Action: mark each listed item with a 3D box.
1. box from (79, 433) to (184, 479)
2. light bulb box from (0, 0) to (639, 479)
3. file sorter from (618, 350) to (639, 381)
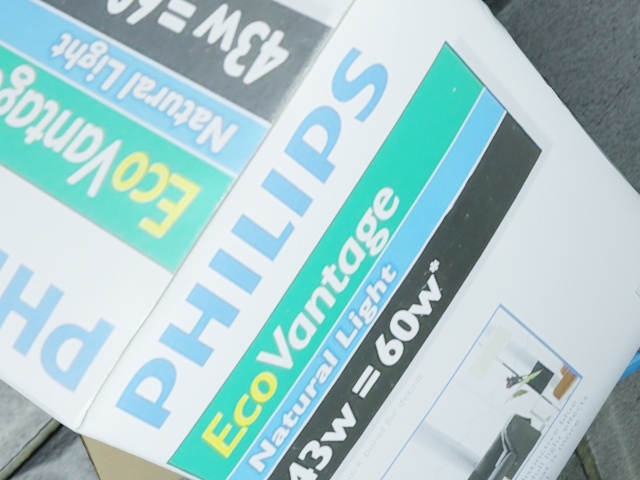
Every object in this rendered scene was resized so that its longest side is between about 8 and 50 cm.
[{"bbox_3d":[-0.073,0.086,1.152,0.201,0.021,0.164,-28,136,-14],"label":"box"},{"bbox_3d":[-0.067,-0.033,0.827,0.225,0.358,0.361,-58,145,-4],"label":"light bulb box"},{"bbox_3d":[0.149,0.040,1.295,0.118,0.170,0.104,-24,129,-37],"label":"file sorter"}]
